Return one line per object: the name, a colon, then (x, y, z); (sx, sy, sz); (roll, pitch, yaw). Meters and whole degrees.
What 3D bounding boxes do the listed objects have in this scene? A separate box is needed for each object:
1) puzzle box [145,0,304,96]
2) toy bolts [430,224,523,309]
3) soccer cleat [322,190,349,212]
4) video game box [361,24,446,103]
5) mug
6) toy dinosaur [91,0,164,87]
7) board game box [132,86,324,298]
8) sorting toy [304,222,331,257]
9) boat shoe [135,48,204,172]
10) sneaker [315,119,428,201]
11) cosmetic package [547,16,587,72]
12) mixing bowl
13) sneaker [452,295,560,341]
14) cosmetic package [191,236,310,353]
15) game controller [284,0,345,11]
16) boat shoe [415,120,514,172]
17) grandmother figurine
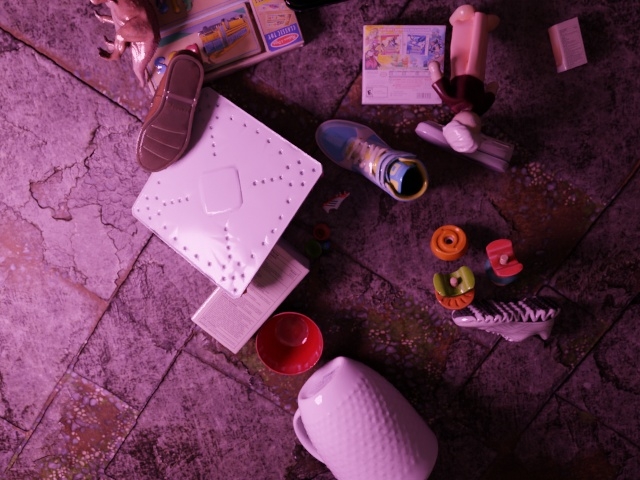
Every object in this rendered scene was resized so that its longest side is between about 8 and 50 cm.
puzzle box: (-0.273, -0.548, 1.088); (0.408, 0.052, 0.272); (-20, 101, 3)
toy bolts: (0.417, 0.072, 1.202); (0.228, 0.158, 0.218); (-13, 61, 12)
soccer cleat: (0.045, -0.105, 1.192); (0.083, 0.029, 0.036); (-28, 109, 8)
video game box: (0.207, -0.442, 1.115); (0.205, 0.048, 0.187); (0, 103, -1)
mug: (0.075, 0.516, 1.215); (0.374, 0.276, 0.328); (-37, 95, 37)
toy dinosaur: (-0.419, -0.517, 1.009); (0.200, 0.127, 0.296); (-14, 107, -4)
board game box: (-0.241, -0.121, 1.110); (0.390, 0.050, 0.390); (37, 99, 15)
sorting toy: (0.000, 0.000, 1.210); (0.061, 0.042, 0.102); (30, 112, 9)
boat shoe: (-0.361, -0.312, 1.079); (0.110, 0.104, 0.307); (22, 113, -29)
sneaker: (0.133, -0.203, 1.080); (0.319, 0.208, 0.127); (26, 101, -5)
cosmetic package: (0.623, -0.492, 1.111); (0.060, 0.041, 0.115); (-18, 101, 4)
mixing bowl: (-0.083, 0.270, 1.229); (0.181, 0.098, 0.181); (0, 101, 0)
sneaker: (0.514, 0.229, 1.227); (0.292, 0.110, 0.118); (-1, 111, 0)
cosmetic package: (-0.185, 0.133, 1.194); (0.160, 0.113, 0.309); (41, 98, -7)
game controller: (0.046, -0.653, 1.039); (0.319, 0.067, 0.167); (-18, 103, -9)
boat shoe: (0.376, -0.261, 1.130); (0.267, 0.096, 0.088); (21, 96, -6)
grandmother figurine: (0.347, -0.375, 1.045); (0.207, 0.104, 0.342); (7, 82, -13)
